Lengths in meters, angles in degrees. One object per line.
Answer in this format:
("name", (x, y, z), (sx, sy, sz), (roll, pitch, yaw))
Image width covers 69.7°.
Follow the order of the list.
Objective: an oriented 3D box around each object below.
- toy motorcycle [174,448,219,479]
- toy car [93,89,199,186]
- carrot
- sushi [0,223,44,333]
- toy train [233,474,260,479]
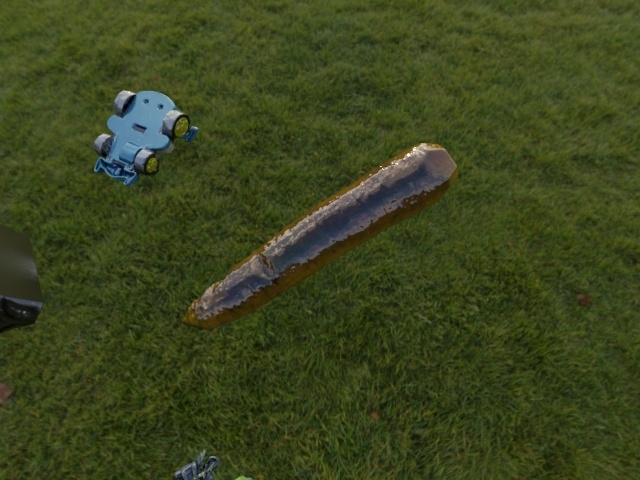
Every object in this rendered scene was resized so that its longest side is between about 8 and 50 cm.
("toy motorcycle", (-0.449, 0.832, 1.621), (0.124, 0.061, 0.193), (34, 81, -13))
("toy car", (-0.287, -0.159, 0.767), (0.126, 0.098, 0.162), (21, 81, 17))
("carrot", (0.000, 0.000, 0.467), (0.314, 0.066, 0.066), (-33, 61, -6))
("sushi", (-0.374, 0.063, 0.403), (0.153, 0.172, 0.150), (38, 102, 46))
("toy train", (-0.270, 0.705, 1.203), (0.253, 0.157, 0.105), (-32, 49, 4))
